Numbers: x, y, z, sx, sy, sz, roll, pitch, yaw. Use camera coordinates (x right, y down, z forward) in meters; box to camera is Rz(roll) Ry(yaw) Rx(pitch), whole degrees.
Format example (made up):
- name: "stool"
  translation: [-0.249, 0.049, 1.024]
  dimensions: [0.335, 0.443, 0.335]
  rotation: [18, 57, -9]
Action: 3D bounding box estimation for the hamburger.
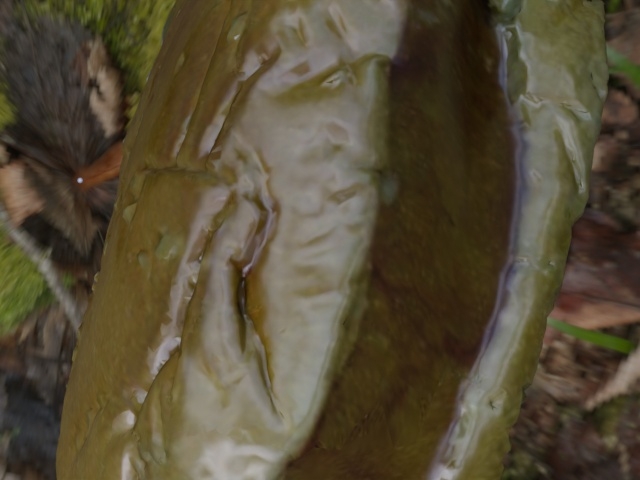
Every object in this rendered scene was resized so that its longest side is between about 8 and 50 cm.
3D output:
- name: "hamburger"
  translation: [0.000, 0.000, 0.593]
  dimensions: [0.133, 0.211, 0.308]
  rotation: [16, 87, -8]
